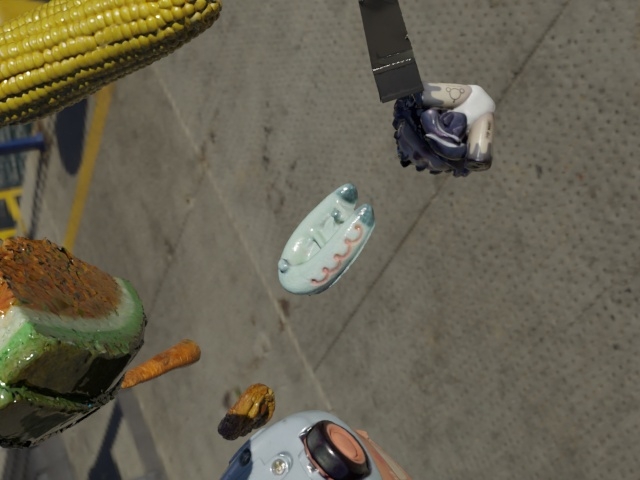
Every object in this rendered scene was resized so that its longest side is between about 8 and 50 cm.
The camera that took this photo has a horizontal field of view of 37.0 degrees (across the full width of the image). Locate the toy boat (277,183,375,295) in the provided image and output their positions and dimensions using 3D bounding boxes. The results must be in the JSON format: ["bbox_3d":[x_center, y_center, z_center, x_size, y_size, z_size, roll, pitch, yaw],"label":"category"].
[{"bbox_3d":[0.000,0.000,1.589,0.207,0.079,0.134,-51,39,14],"label":"toy boat"}]

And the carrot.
[{"bbox_3d":[-0.328,0.254,1.892,0.057,0.224,0.057,9,107,30],"label":"carrot"}]

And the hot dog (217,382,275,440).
[{"bbox_3d":[-0.084,0.199,1.087,0.035,0.058,0.083,51,124,21],"label":"hot dog"}]

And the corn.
[{"bbox_3d":[-0.318,-0.268,1.284,0.387,0.144,0.144,-24,77,14],"label":"corn"}]

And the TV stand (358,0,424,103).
[{"bbox_3d":[0.075,-0.236,1.086,0.256,0.049,0.040,-93,-15,-56],"label":"TV stand"}]

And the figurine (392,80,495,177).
[{"bbox_3d":[0.163,-0.160,1.284,0.222,0.145,0.145,-179,77,-80],"label":"figurine"}]

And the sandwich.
[{"bbox_3d":[-0.182,0.050,0.651,0.159,0.079,0.235,51,-173,13],"label":"sandwich"}]

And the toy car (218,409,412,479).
[{"bbox_3d":[0.032,0.301,0.939,0.180,0.212,0.270,-47,65,13],"label":"toy car"}]
